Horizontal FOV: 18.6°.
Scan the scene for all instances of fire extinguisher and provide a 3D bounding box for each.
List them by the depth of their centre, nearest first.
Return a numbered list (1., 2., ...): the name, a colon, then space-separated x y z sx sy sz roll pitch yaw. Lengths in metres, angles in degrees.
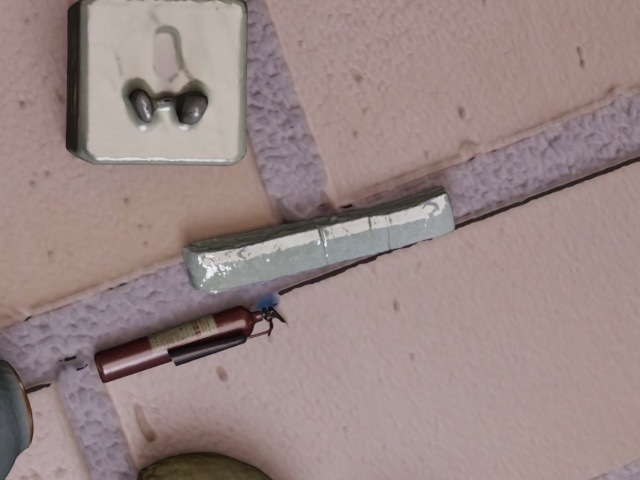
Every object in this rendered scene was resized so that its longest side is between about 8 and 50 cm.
1. fire extinguisher: -0.111 0.088 1.708 0.173 0.049 0.035 -18 90 -10

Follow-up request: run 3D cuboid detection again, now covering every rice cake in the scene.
1. rice cake: 0.000 0.000 1.725 0.245 0.042 0.045 -13 109 -11

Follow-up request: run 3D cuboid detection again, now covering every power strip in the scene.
1. power strip: -0.133 -0.131 1.596 0.139 0.224 0.140 2 93 -11

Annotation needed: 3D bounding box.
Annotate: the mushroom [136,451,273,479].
1. mushroom: -0.076 0.324 1.672 0.189 0.164 0.267 6 93 -11

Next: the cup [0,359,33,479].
1. cup: -0.321 0.157 1.618 0.150 0.199 0.199 -16 97 -28
